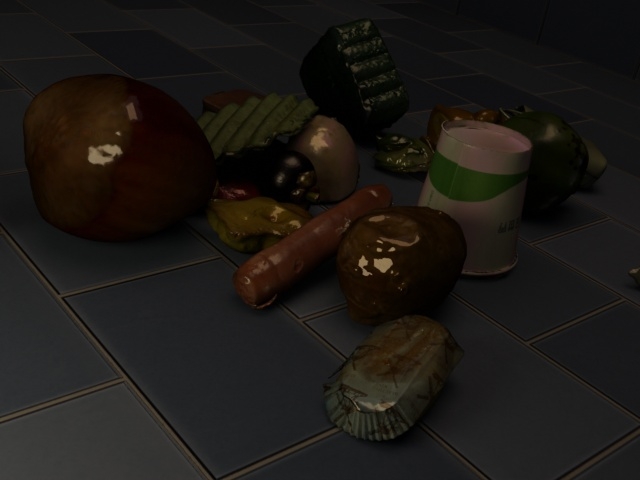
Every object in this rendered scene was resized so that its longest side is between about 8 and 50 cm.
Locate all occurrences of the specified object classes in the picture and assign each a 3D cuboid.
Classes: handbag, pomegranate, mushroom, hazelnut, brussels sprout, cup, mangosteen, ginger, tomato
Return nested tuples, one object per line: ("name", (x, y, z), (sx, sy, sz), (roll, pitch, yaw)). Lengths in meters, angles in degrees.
("handbag", (-0.232, -0.360, 2.216), (0.151, 0.072, 0.193), (27, 34, 30))
("pomegranate", (0.537, -0.187, 1.961), (0.270, 0.254, 0.254), (20, 25, -16))
("mushroom", (-0.026, -0.195, 1.876), (0.236, 0.162, 0.173), (10, 26, 5))
("hazelnut", (-0.385, -0.155, 1.535), (0.366, 0.366, 0.366), (7, 28, -4))
("brussels sprout", (0.221, -0.227, 2.089), (0.181, 0.100, 0.139), (6, 6, 32))
("cup", (0.319, -0.095, 1.675), (0.253, 0.274, 0.253), (7, 28, -4))
("mangosteen", (-0.057, -0.122, 1.752), (0.151, 0.137, 0.137), (37, 38, 29))
("ginger", (0.159, 0.041, 1.452), (0.269, 0.200, 0.223), (2, 28, -13))
("handbag", (0.621, -0.286, 2.171), (0.315, 0.109, 0.241), (35, 22, -15))
("tomato", (-0.199, -0.113, 1.768), (0.155, 0.069, 0.155), (6, 28, -3))

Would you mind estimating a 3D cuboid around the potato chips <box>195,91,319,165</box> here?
("potato chips", (-0.191, -0.256, 1.882), (0.358, 0.070, 0.429), (-9, 26, 19))

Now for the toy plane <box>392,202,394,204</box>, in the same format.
("toy plane", (0.132, -0.095, 1.876), (0.078, 0.031, 0.083), (5, 29, -9))

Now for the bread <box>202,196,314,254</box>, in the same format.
("bread", (-0.112, -0.027, 1.623), (0.233, 0.088, 0.161), (-3, 35, -28))

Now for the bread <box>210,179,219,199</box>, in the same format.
("bread", (-0.267, -0.108, 1.711), (0.110, 0.044, 0.083), (-28, 50, 14))

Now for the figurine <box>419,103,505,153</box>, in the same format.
("figurine", (0.389, -0.283, 2.150), (0.228, 0.215, 0.215), (18, 26, -12))

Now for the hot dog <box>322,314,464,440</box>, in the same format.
("hot dog", (0.118, 0.212, 1.257), (0.162, 0.082, 0.270), (15, 35, 29))

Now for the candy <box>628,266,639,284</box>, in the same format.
("candy", (0.787, 0.058, 1.685), (0.185, 0.137, 0.195), (-19, 41, -42))

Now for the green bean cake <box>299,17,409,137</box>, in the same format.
("green bean cake", (0.093, -0.440, 2.287), (0.169, 0.300, 0.308), (-22, -2, -25))

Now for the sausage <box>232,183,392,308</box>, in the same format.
("sausage", (0.000, 0.000, 1.537), (0.094, 0.094, 0.419), (17, 37, 38))
